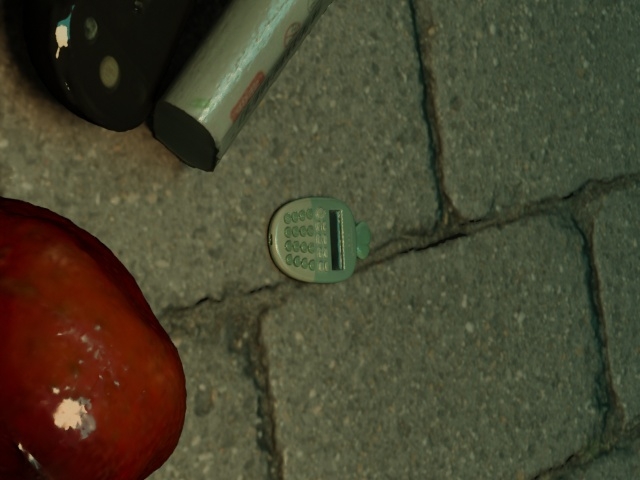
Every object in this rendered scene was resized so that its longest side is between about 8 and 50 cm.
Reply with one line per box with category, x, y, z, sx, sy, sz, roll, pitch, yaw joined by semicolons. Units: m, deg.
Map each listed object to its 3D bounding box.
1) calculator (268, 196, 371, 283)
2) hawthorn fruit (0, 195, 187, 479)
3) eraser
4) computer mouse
calculator;0.000;0.000;1.838;0.153;0.021;0.095;1;85;-48
hawthorn fruit;-0.258;0.093;1.374;0.265;0.265;0.307;-28;89;-46
eraser;-0.069;-0.187;1.636;0.081;0.174;0.227;33;78;-1
computer mouse;-0.202;-0.231;1.573;0.170;0.100;0.269;58;45;-49
